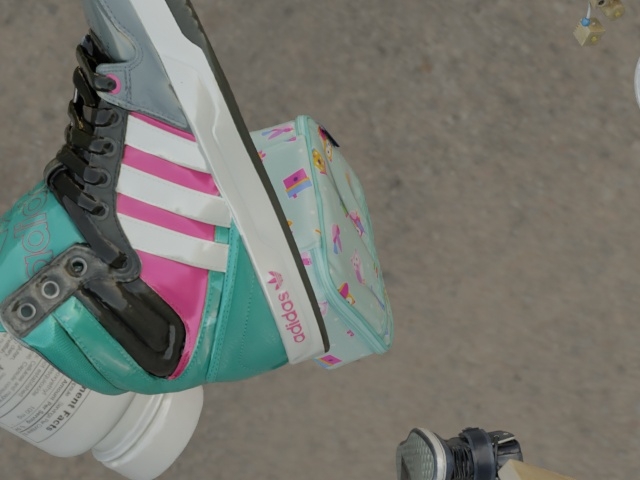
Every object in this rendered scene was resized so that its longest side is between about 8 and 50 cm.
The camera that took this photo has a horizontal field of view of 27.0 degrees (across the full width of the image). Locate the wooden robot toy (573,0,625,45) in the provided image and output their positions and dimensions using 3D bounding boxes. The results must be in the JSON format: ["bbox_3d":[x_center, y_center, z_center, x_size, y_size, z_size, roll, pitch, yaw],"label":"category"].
[{"bbox_3d":[0.371,-0.346,1.772,0.076,0.173,0.079,-18,55,-14],"label":"wooden robot toy"}]

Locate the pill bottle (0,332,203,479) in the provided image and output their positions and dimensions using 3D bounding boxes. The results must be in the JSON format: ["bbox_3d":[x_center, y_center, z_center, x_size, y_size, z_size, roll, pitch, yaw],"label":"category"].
[{"bbox_3d":[-0.213,0.100,1.076,0.131,0.229,0.131,-39,30,28],"label":"pill bottle"}]

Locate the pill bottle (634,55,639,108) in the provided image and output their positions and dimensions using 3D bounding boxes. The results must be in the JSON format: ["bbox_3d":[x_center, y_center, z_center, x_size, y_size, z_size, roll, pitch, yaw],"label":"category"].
[{"bbox_3d":[0.376,-0.169,1.255,0.119,0.208,0.119,10,113,24],"label":"pill bottle"}]

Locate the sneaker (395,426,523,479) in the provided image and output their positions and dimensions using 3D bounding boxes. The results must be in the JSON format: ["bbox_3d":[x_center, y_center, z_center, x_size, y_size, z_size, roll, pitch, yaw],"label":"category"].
[{"bbox_3d":[0.194,0.287,1.738,0.163,0.226,0.086,0,82,-5],"label":"sneaker"}]

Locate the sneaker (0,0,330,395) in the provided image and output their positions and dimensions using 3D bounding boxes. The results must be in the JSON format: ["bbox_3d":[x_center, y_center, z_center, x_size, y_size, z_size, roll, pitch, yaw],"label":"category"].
[{"bbox_3d":[-0.125,-0.034,0.711,0.178,0.296,0.124,-23,23,-3],"label":"sneaker"}]

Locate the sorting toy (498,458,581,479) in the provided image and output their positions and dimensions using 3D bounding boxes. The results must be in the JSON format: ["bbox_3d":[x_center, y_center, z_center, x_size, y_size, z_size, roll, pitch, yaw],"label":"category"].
[{"bbox_3d":[0.325,0.402,1.552,0.089,0.257,0.255,-49,43,20],"label":"sorting toy"}]

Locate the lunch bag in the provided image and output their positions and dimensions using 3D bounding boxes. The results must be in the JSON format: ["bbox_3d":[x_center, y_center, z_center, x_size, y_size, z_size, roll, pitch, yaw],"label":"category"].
[{"bbox_3d":[0.000,0.000,1.584,0.107,0.224,0.279,-20,54,18],"label":"lunch bag"}]
